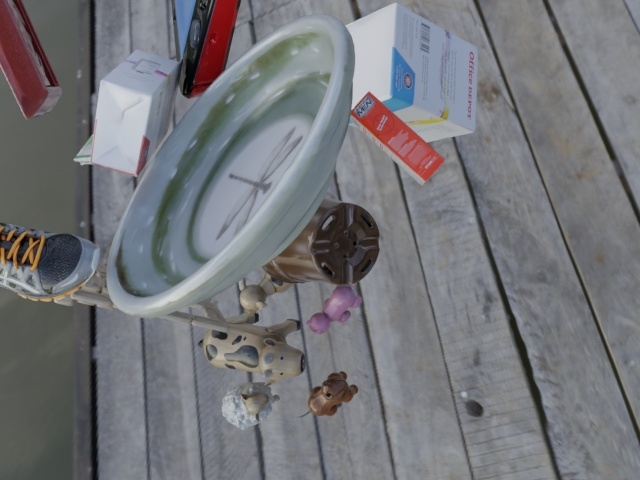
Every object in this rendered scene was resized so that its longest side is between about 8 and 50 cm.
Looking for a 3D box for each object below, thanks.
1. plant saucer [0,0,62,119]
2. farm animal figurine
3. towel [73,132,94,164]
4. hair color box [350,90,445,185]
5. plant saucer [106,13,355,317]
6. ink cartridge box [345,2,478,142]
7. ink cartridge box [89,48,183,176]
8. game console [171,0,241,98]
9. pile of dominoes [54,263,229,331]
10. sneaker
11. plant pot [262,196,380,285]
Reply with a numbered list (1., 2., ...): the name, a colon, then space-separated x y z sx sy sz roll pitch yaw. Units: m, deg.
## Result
1. plant saucer: -0.509 -0.339 1.076 0.047 0.259 0.258 -23 18 -9
2. farm animal figurine: -0.087 0.173 1.151 0.326 0.172 0.331 -15 87 30
3. towel: -0.483 -0.233 1.436 0.113 0.023 0.152 8 62 50
4. hair color box: 0.106 -0.141 0.898 0.141 0.072 0.043 42 94 3
5. plant saucer: -0.089 -0.074 0.746 0.400 0.100 0.401 -33 36 29
6. ink cartridge box: 0.181 -0.342 1.383 0.197 0.269 0.198 -5 78 49
7. ink cartridge box: -0.245 -0.184 0.875 0.067 0.198 0.115 16 118 -7
8. game console: -0.168 -0.437 0.922 0.060 0.342 0.387 -1 59 -19
9. pile of dominoes: -0.283 0.097 1.015 0.040 0.251 0.196 -71 21 7
10. sneaker: -0.362 0.016 0.743 0.214 0.083 0.084 2 64 8
11. plant pot: 0.000 0.000 1.031 0.165 0.166 0.167 12 75 58
